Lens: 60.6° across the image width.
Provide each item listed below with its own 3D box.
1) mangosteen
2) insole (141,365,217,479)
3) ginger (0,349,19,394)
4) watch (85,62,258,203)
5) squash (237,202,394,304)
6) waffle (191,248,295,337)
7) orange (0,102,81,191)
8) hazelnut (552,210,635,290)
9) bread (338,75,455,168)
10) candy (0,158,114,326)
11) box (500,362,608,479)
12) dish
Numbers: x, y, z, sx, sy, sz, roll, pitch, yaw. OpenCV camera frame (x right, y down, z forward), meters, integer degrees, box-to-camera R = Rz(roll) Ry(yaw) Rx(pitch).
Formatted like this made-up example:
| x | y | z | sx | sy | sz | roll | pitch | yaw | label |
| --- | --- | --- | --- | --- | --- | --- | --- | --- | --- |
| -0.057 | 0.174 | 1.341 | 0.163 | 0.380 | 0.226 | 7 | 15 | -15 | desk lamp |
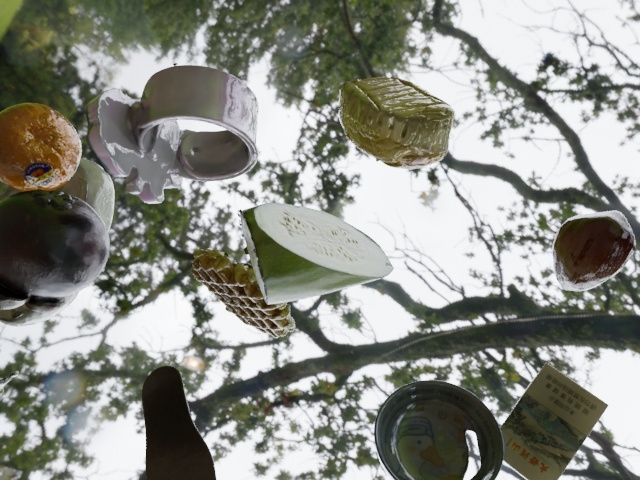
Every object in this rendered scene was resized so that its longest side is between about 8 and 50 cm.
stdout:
| x | y | z | sx | sy | sz | roll | pitch | yaw | label |
| --- | --- | --- | --- | --- | --- | --- | --- | --- | --- |
| -0.457 | 0.015 | 0.912 | 0.210 | 0.210 | 0.210 | -34 | -143 | 31 | mangosteen |
| -0.250 | 0.339 | 0.927 | 0.111 | 0.007 | 0.328 | -25 | -137 | -9 | insole |
| -0.721 | 0.297 | 1.063 | 0.211 | 0.358 | 0.413 | -12 | -151 | 7 | ginger |
| -0.225 | -0.175 | 0.897 | 0.231 | 0.244 | 0.196 | -7 | -112 | 18 | watch |
| 0.000 | 0.000 | 0.969 | 0.260 | 0.189 | 0.189 | -15 | -148 | -11 | squash |
| -0.188 | 0.129 | 1.305 | 0.281 | 0.301 | 0.058 | 19 | -121 | 30 | waffle |
| -0.569 | -0.181 | 1.086 | 0.155 | 0.177 | 0.178 | 3 | -117 | 63 | orange |
| 0.661 | 0.027 | 1.339 | 0.181 | 0.212 | 0.181 | -12 | -89 | 18 | hazelnut |
| 0.118 | -0.194 | 0.899 | 0.236 | 0.140 | 0.106 | -124 | -151 | -54 | bread |
| -0.667 | -0.009 | 1.352 | 0.386 | 0.186 | 0.427 | 28 | -96 | 33 | candy |
| 0.543 | 0.449 | 1.319 | 0.164 | 0.069 | 0.256 | 35 | -97 | 26 | box |
| 0.254 | 0.461 | 1.209 | 0.273 | 0.134 | 0.273 | -2 | -135 | 2 | dish |
